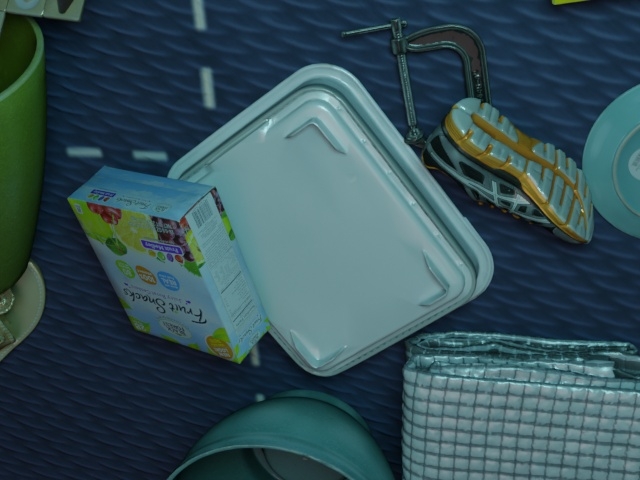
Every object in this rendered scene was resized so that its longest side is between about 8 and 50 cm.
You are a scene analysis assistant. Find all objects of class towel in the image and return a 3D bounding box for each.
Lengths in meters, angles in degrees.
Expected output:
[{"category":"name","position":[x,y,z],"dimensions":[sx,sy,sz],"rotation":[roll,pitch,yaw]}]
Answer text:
[{"category":"towel","position":[0.237,0.228,1.087],"dimensions":[0.284,0.121,0.234],"rotation":[2,111,8]}]

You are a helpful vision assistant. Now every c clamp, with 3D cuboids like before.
[{"category":"c clamp","position":[0.109,-0.161,0.975],"dimensions":[0.137,0.022,0.160],"rotation":[-13,113,12]}]

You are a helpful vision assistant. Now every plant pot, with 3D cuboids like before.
[{"category":"plant pot","position":[-0.415,-0.076,1.021],"dimensions":[0.275,0.274,0.293],"rotation":[8,133,9]},{"category":"plant pot","position":[-0.031,0.307,1.142],"dimensions":[0.293,0.196,0.293],"rotation":[6,117,11]}]

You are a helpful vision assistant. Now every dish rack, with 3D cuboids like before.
[{"category":"dish rack","position":[0.000,0.000,1.053],"dimensions":[0.286,0.072,0.332],"rotation":[-33,104,26]}]

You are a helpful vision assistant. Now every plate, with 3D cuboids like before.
[{"category":"plate","position":[0.366,-0.077,0.956],"dimensions":[0.188,0.024,0.188],"rotation":[5,118,10]}]

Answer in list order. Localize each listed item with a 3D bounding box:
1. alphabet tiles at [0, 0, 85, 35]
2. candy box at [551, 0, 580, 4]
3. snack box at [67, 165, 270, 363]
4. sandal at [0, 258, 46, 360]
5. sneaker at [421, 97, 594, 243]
[{"category":"alphabet tiles","position":[-0.343,-0.291,0.948],"dimensions":[0.237,0.009,0.198],"rotation":[9,79,9]},{"category":"candy box","position":[0.311,-0.282,0.847],"dimensions":[0.206,0.027,0.105],"rotation":[-6,114,7]},{"category":"snack box","position":[-0.167,0.027,1.046],"dimensions":[0.175,0.070,0.207],"rotation":[11,136,35]},{"category":"sandal","position":[-0.437,0.126,1.208],"dimensions":[0.088,0.079,0.240],"rotation":[37,118,-7]},{"category":"sneaker","position":[0.199,-0.063,0.971],"dimensions":[0.215,0.084,0.083],"rotation":[36,139,-16]}]
